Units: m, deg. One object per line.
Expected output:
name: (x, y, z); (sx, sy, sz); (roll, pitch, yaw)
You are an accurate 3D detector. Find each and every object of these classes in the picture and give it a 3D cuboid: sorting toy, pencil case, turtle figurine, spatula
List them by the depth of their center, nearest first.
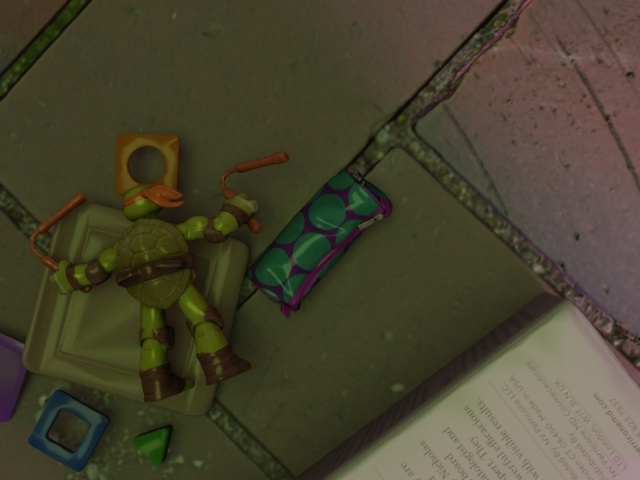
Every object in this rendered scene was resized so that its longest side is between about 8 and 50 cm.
turtle figurine: (-0.136, 0.032, 1.100); (0.270, 0.087, 0.217); (-18, 88, 5)
pencil case: (0.000, 0.000, 1.141); (0.151, 0.064, 0.070); (-47, 50, 4)
sorting toy: (-0.183, 0.065, 1.173); (0.196, 0.047, 0.347); (14, 90, 3)
spatula: (-0.383, 0.229, 1.198); (0.084, 0.030, 0.296); (24, 92, 8)

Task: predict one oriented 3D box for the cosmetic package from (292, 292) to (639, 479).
cosmetic package: (0.079, 0.244, 1.043); (0.453, 0.230, 0.161); (-37, 85, 5)
